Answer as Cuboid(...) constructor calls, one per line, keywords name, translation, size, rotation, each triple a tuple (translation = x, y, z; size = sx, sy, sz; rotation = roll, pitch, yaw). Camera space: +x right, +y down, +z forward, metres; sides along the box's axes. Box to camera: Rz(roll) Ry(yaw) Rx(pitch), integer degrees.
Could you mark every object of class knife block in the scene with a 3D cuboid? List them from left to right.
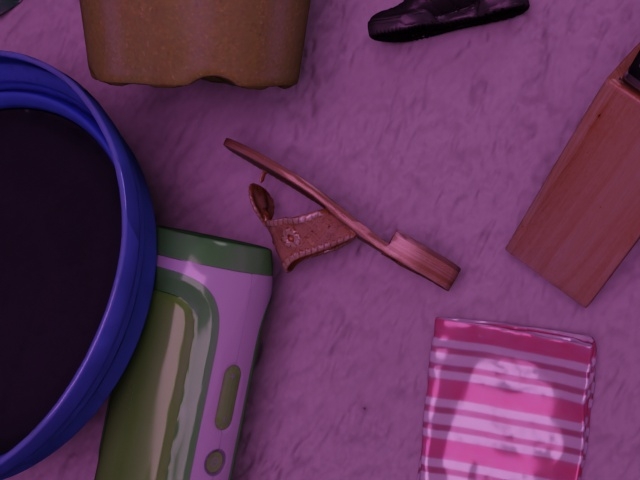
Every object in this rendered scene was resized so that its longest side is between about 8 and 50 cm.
Cuboid(name="knife block", translation=(0.245, -0.083, 0.875), size=(0.088, 0.242, 0.276), rotation=(37, 97, 14))

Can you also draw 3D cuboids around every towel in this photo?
Cuboid(name="towel", translation=(0.156, 0.170, 0.997), size=(0.144, 0.029, 0.197), rotation=(6, 89, 15))

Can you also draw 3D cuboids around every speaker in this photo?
Cuboid(name="speaker", translation=(-0.125, 0.142, 1.019), size=(0.131, 0.131, 0.297), rotation=(12, 91, 14))

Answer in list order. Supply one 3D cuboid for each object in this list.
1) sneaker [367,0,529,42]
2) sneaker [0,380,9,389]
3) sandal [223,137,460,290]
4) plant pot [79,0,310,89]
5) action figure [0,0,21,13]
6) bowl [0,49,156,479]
Cuboid(name="sneaker", translation=(0.120, -0.232, 1.014), size=(0.170, 0.051, 0.089), rotation=(-10, 85, 9))
Cuboid(name="sneaker", translation=(-0.290, 0.083, 1.067), size=(0.227, 0.087, 0.130), rotation=(4, 89, 33))
Cuboid(name="sandal", translation=(-0.001, -0.001, 1.013), size=(0.240, 0.088, 0.079), rotation=(29, 89, 9))
Cuboid(name="plant pot", translation=(-0.105, -0.258, 0.982), size=(0.276, 0.276, 0.254), rotation=(4, 100, 14))
Cuboid(name="action figure", translation=(-0.344, -0.350, 1.131), size=(0.137, 0.063, 0.232), rotation=(-41, 76, 12))
Cuboid(name="bowl", translation=(-0.315, 0.028, 1.007), size=(0.391, 0.077, 0.391), rotation=(-8, 71, 23))
